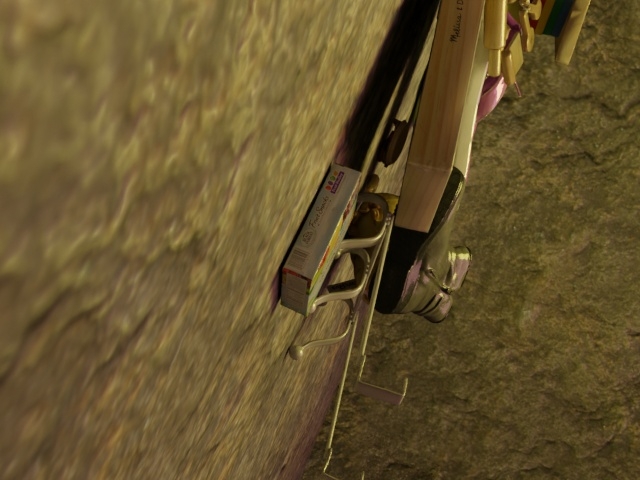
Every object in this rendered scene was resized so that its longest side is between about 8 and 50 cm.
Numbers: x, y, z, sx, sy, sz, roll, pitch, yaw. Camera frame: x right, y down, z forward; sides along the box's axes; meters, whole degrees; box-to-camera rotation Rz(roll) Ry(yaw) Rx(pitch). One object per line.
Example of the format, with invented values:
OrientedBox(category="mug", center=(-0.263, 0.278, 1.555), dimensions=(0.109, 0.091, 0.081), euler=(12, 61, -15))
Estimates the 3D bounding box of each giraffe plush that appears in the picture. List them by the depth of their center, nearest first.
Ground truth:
OrientedBox(category="giraffe plush", center=(0.107, -0.011, 1.322), dimensions=(0.210, 0.181, 0.170), euler=(-24, 138, -26))

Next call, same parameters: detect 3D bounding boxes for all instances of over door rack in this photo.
OrientedBox(category="over door rack", center=(0.026, 0.125, 1.086), dimensions=(0.239, 0.108, 0.324), euler=(105, -10, -46))

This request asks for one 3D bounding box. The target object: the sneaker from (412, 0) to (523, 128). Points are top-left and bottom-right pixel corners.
OrientedBox(category="sneaker", center=(0.277, -0.326, 1.555), dimensions=(0.147, 0.145, 0.384), euler=(-60, 168, -49))

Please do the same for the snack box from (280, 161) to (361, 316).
OrientedBox(category="snack box", center=(0.000, 0.000, 0.905), dimensions=(0.100, 0.037, 0.141), euler=(101, 14, -64))

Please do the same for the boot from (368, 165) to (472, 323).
OrientedBox(category="boot", center=(0.174, 0.007, 1.245), dimensions=(0.161, 0.083, 0.246), euler=(8, 110, -47))

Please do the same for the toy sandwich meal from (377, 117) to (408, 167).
OrientedBox(category="toy sandwich meal", center=(0.114, -0.157, 1.322), dimensions=(0.085, 0.029, 0.085), euler=(-58, 163, -30))

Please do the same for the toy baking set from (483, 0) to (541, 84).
OrientedBox(category="toy baking set", center=(0.264, -0.347, 1.138), dimensions=(0.197, 0.030, 0.256), euler=(-49, 141, -46))

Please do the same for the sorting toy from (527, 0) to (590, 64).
OrientedBox(category="sorting toy", center=(0.433, -0.483, 1.474), dimensions=(0.257, 0.089, 0.255), euler=(-68, 170, -54))

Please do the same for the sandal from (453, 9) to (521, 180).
OrientedBox(category="sandal", center=(0.252, -0.229, 1.278), dimensions=(0.169, 0.102, 0.416), euler=(-89, -169, -70))

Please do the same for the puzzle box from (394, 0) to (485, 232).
OrientedBox(category="puzzle box", center=(0.164, -0.237, 1.066), dimensions=(0.272, 0.052, 0.408), euler=(81, 21, -75))
